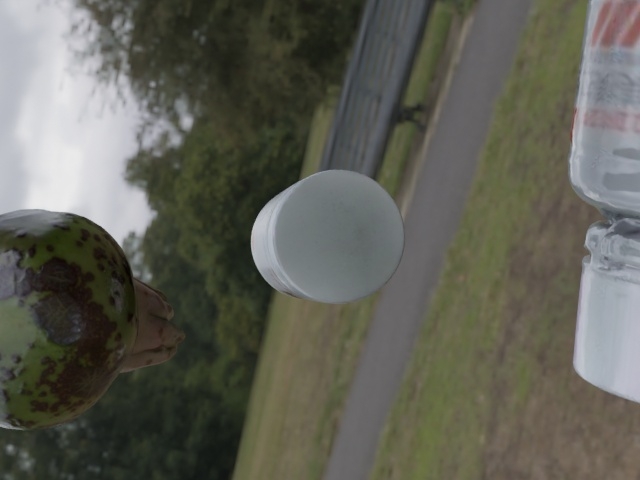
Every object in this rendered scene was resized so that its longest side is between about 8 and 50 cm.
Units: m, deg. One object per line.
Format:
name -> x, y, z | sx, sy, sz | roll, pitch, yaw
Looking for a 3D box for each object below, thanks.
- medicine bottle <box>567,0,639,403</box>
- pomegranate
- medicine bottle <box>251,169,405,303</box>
medicine bottle -> 0.305, -0.048, 0.913 | 0.256, 0.256, 0.324 | -96, 12, -81
pomegranate -> -0.154, 0.036, 0.726 | 0.163, 0.138, 0.125 | -28, -82, -48
medicine bottle -> 0.000, 0.000, 0.875 | 0.183, 0.086, 0.086 | 168, 114, -83
